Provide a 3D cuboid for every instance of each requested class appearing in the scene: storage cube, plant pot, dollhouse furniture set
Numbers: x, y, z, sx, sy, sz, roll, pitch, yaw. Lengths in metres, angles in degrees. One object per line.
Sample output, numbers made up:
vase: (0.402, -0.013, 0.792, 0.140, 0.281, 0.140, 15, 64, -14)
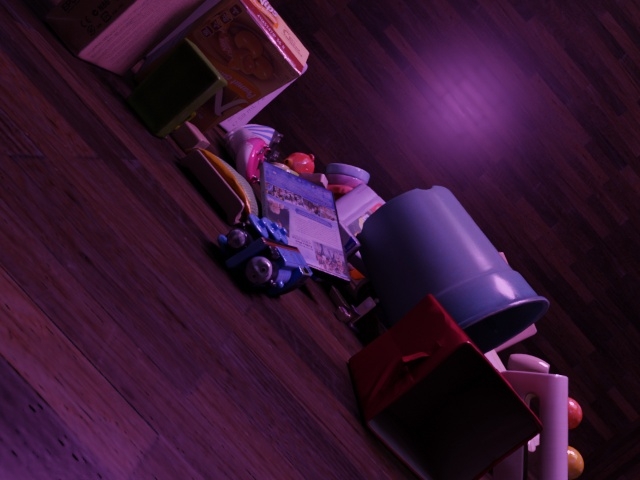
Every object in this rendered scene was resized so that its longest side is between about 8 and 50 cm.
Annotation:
storage cube: (0.177, 0.228, 0.878, 0.215, 0.184, 0.193, 47, 6, -14)
plant pot: (0.257, 0.083, 1.276, 0.341, 0.341, 0.334, 38, 23, -60)
dollhouse furniture set: (-0.171, -0.179, 1.050, 0.301, 0.151, 0.197, 50, 7, 5)
dollhouse furniture set: (0.063, 0.115, 1.207, 0.091, 0.081, 0.114, 42, 10, -48)

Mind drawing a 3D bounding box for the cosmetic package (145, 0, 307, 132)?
cosmetic package: (-0.314, -0.591, 1.689, 0.327, 0.329, 0.394, 53, 9, 27)

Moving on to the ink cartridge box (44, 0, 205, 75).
ink cartridge box: (-0.321, -0.404, 0.992, 0.088, 0.235, 0.193, 49, 6, -4)

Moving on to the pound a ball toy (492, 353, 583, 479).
pound a ball toy: (0.381, 0.351, 0.999, 0.208, 0.136, 0.319, 38, 57, -61)

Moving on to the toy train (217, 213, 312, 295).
toy train: (-0.078, 0.025, 0.839, 0.105, 0.080, 0.184, 57, 8, 12)

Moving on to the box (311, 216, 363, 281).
box: (0.000, 0.000, 1.266, 0.137, 0.126, 0.072, 50, 9, 14)

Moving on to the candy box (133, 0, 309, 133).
candy box: (-0.203, -0.353, 1.165, 0.183, 0.317, 0.087, 45, 41, -31)

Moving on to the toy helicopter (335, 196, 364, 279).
toy helicopter: (0.076, -0.010, 1.730, 0.234, 0.140, 0.355, 68, 16, -3)

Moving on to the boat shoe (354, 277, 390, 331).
boat shoe: (0.231, 0.221, 1.523, 0.340, 0.127, 0.113, 43, 10, -30)

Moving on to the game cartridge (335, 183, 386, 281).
game cartridge: (0.143, -0.002, 1.494, 0.294, 0.196, 0.060, 45, -31, 11)

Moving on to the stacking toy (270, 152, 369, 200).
stacking toy: (-0.024, -0.207, 1.666, 0.309, 0.130, 0.279, 10, -7, 29)

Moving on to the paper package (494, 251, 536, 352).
paper package: (0.489, 0.231, 1.909, 0.168, 0.325, 0.309, 178, -112, -84)

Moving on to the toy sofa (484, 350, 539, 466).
toy sofa: (0.422, 0.395, 1.465, 0.177, 0.150, 0.362, -4, 47, -22)

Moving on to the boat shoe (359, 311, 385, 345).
boat shoe: (0.117, 0.207, 1.213, 0.045, 0.050, 0.135, 49, 16, -31)

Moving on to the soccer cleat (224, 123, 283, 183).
soccer cleat: (-0.193, -0.228, 1.481, 0.143, 0.116, 0.331, 14, 20, 1)

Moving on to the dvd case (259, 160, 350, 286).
dvd case: (-0.034, -0.036, 1.125, 0.180, 0.022, 0.253, 22, 39, -30)
